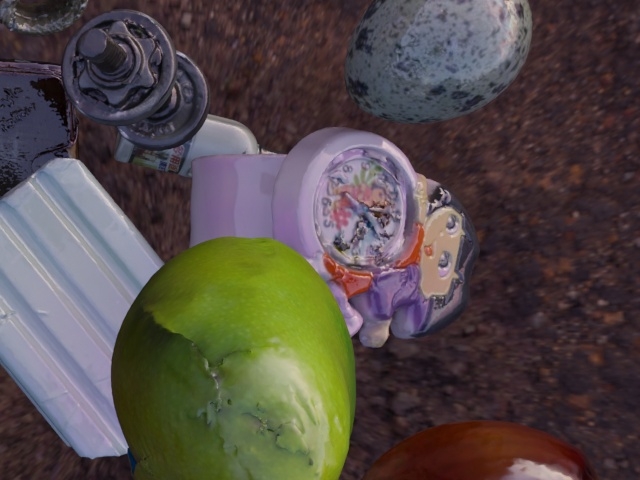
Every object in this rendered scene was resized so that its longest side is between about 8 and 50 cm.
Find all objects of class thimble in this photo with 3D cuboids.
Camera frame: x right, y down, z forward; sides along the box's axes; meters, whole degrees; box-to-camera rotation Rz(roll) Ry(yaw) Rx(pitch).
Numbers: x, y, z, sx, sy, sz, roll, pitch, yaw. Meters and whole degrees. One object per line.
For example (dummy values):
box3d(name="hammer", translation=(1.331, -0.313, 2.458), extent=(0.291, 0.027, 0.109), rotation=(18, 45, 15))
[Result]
box3d(name="thimble", translation=(-0.324, -0.282, 1.586), extent=(0.110, 0.084, 0.062), rotation=(-15, 45, -11))

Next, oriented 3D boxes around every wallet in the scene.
box3d(name="wallet", translation=(-0.320, -0.086, 1.494), extent=(0.122, 0.031, 0.232), rotation=(6, 122, 5))

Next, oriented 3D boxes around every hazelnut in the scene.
box3d(name="hazelnut", translation=(0.116, 0.229, 1.062), extent=(0.208, 0.208, 0.208), rotation=(1, 85, -6))

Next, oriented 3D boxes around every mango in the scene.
box3d(name="mango", translation=(-0.036, 0.066, 0.602), extent=(0.111, 0.233, 0.125), rotation=(-17, 106, -6))

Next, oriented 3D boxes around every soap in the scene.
box3d(name="soap", translation=(-0.216, 0.079, 1.301), extent=(0.173, 0.095, 0.289), rotation=(-40, 93, -15))

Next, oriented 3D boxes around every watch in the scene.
box3d(name="watch", translation=(0.000, 0.000, 1.310), extent=(0.244, 0.231, 0.196), rotation=(4, 86, -37))

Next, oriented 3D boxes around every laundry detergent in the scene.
box3d(name="laundry detergent", translation=(-0.158, -0.126, 1.865), extent=(0.225, 0.070, 0.099), rotation=(12, 123, -15))

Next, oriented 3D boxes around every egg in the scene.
box3d(name="egg", translation=(0.096, -0.165, 1.169), extent=(0.172, 0.132, 0.132), rotation=(-29, 89, 21))

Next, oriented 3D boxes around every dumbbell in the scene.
box3d(name="dumbbell", translation=(-0.129, -0.111, 0.990), extent=(0.081, 0.254, 0.082), rotation=(-1, 84, 6))
